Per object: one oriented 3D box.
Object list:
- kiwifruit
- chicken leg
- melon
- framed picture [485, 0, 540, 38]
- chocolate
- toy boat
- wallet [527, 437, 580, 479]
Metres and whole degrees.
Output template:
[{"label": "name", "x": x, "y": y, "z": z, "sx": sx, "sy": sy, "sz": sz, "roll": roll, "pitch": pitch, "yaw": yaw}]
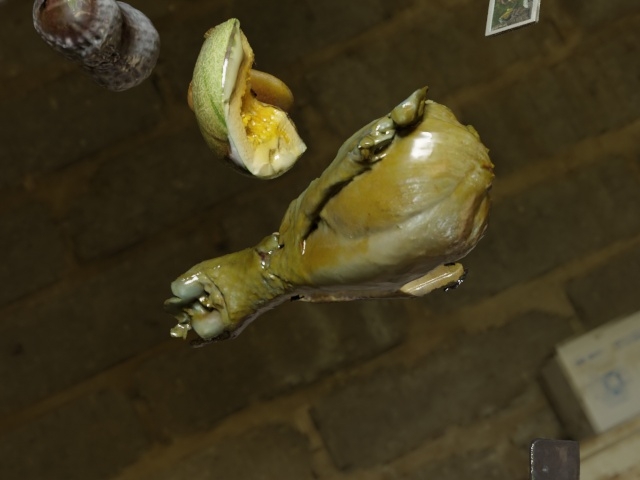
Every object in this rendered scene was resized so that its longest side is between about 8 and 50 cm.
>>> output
[{"label": "kiwifruit", "x": -0.087, "y": -0.152, "z": 1.673, "sx": 0.124, "sy": 0.075, "sz": 0.075, "roll": 14, "pitch": -34, "yaw": -29}, {"label": "chicken leg", "x": 0.000, "y": 0.000, "z": 1.490, "sx": 0.429, "sy": 0.153, "sz": 0.201, "roll": -28, "pitch": -17, "yaw": 36}, {"label": "melon", "x": -0.086, "y": -0.120, "z": 1.463, "sx": 0.079, "sy": 0.160, "sz": 0.128, "roll": -9, "pitch": 38, "yaw": 25}, {"label": "framed picture", "x": 0.216, "y": -0.269, "z": 1.703, "sx": 0.066, "sy": 0.089, "sz": 0.006, "roll": -13, "pitch": -36, "yaw": 37}, {"label": "chocolate", "x": -0.261, "y": -0.244, "z": 1.821, "sx": 0.110, "sy": 0.110, "sz": 0.248, "roll": -29, "pitch": -10, "yaw": 9}, {"label": "toy boat", "x": 0.051, "y": 0.014, "z": 2.354, "sx": 0.162, "sy": 0.136, "sz": 0.445, "roll": -39, "pitch": 19, "yaw": -31}, {"label": "wallet", "x": 0.307, "y": 0.337, "z": 2.007, "sx": 0.082, "sy": 0.157, "sz": 0.018, "roll": 7, "pitch": -16, "yaw": -23}]
